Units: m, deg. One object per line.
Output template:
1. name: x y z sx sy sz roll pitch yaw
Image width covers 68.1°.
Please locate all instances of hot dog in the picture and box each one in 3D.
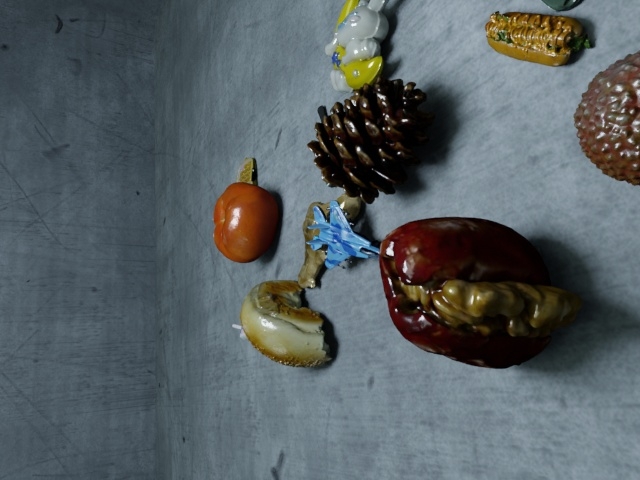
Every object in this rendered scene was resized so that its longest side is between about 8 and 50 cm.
1. hot dog: 0.333 -0.324 0.752 0.188 0.055 0.072 46 122 51

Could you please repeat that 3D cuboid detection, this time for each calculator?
1. calculator: -0.267 -0.184 1.694 0.157 0.033 0.236 -16 70 56

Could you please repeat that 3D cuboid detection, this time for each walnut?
1. walnut: 0.222 0.082 0.681 0.244 0.269 0.221 26 108 58

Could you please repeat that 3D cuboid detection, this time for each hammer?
1. hammer: 0.028 -0.266 1.248 0.103 0.029 0.246 -45 49 46

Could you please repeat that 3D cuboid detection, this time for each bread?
1. bread: -0.113 0.224 1.252 0.314 0.192 0.171 42 119 51

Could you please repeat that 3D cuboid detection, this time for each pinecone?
1. pinecone: 0.106 -0.200 0.951 0.272 0.224 0.224 -41 51 26

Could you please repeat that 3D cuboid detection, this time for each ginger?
1. ginger: 0.000 0.000 1.218 0.148 0.081 0.333 38 122 29

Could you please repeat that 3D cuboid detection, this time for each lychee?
1. lychee: 0.389 -0.141 0.542 0.197 0.165 0.165 163 110 -85

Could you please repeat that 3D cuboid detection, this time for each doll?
1. doll: 0.088 -0.470 1.101 0.252 0.111 0.237 180 95 -66

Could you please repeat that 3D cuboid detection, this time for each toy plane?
1. toy plane: 0.075 0.002 1.072 0.247 0.078 0.169 16 114 29

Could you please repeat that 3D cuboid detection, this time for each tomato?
1. tomato: -0.236 -0.059 1.490 0.260 0.180 0.259 -18 68 56

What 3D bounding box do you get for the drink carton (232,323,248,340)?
1. drink carton: -0.209 0.285 1.504 0.200 0.075 0.084 -1 85 58

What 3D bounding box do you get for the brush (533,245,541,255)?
1. brush: 0.270 0.016 0.844 0.266 0.027 0.062 6 91 53

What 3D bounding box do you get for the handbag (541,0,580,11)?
1. handbag: 0.374 -0.510 0.691 0.260 0.079 0.247 -51 46 40
